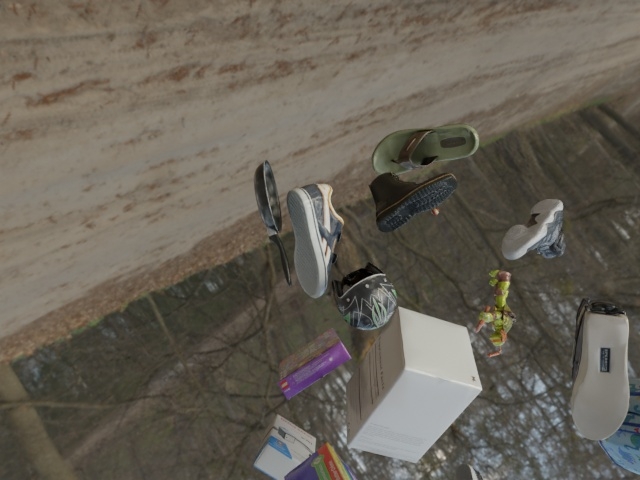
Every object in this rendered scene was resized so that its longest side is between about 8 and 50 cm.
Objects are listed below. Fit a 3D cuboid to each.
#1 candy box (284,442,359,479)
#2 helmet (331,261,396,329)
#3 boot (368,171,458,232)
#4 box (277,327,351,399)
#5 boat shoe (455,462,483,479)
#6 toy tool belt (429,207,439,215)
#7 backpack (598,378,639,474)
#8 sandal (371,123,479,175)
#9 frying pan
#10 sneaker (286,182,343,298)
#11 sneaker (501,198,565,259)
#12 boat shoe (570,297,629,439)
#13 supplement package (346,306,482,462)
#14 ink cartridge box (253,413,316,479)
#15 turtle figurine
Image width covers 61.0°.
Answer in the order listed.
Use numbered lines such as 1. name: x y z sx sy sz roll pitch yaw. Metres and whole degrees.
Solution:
1. candy box: 0.086 0.554 0.960 0.122 0.317 0.268 -39 -171 -6
2. helmet: 0.116 0.147 1.388 0.169 0.169 0.161 -36 -147 -4
3. boot: 0.194 -0.124 1.207 0.197 0.137 0.077 -29 139 20
4. box: -0.024 0.344 1.562 0.200 0.057 0.293 -32 180 -4
5. boat shoe: 0.557 0.943 1.916 0.113 0.104 0.306 -52 -162 21
6. toy tool belt: 0.317 -0.117 1.543 0.051 0.083 0.052 -42 165 0
7. backpack: 0.866 0.470 1.323 0.273 0.290 0.355 -47 -155 -7
8. sandal: 0.277 -0.250 1.490 0.302 0.120 0.086 -12 -159 25
9. frying pan: -0.124 -0.052 1.449 0.053 0.327 0.197 -10 -170 4
10. sneaker: 0.000 0.000 1.477 0.127 0.321 0.126 -23 -149 -33
11. sneaker: 0.638 0.006 1.592 0.268 0.153 0.101 -40 -152 -26
12. boat shoe: 0.685 0.303 1.340 0.127 0.341 0.158 7 -168 18
13. supplement package: 0.192 0.322 1.201 0.175 0.177 0.293 -87 -161 -52
14. ink cartridge box: -0.092 0.572 1.475 0.082 0.139 0.191 -58 -179 6
15. turtle figurine: 0.494 0.197 1.504 0.087 0.218 0.269 -3 153 30
